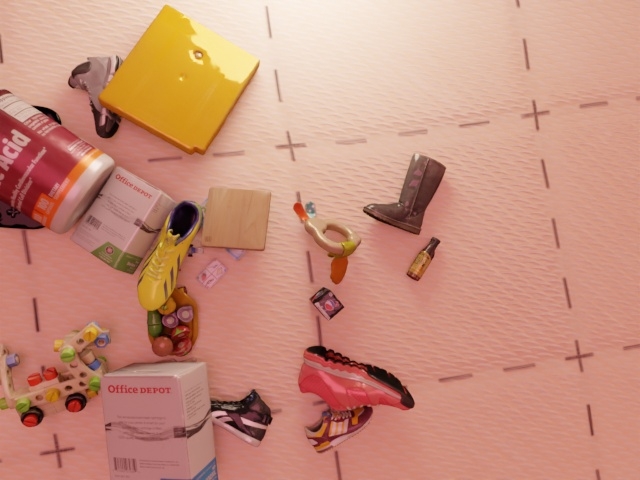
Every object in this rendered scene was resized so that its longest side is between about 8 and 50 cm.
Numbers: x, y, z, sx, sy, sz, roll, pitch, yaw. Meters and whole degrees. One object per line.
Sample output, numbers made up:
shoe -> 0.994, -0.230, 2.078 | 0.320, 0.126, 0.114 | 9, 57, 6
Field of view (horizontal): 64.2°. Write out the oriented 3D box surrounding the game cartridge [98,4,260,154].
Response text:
game cartridge -> -0.355, -0.409, 1.315 | 0.286, 0.053, 0.323 | 30, 74, -7

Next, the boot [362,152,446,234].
boot -> 0.229, -0.137, 1.380 | 0.190, 0.076, 0.208 | 19, 92, -18

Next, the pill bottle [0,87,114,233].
pill bottle -> -0.710, -0.207, 1.174 | 0.392, 0.224, 0.224 | 34, 85, -15

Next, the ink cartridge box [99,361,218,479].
ink cartridge box -> -0.384, 0.457, 1.225 | 0.223, 0.129, 0.307 | -5, 91, 18

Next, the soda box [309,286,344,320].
soda box -> 0.013, 0.158, 1.297 | 0.053, 0.169, 0.060 | -41, 91, -6

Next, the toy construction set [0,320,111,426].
toy construction set -> -0.663, 0.320, 1.238 | 0.328, 0.151, 0.214 | -11, 113, 2

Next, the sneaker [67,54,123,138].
sneaker -> -0.589, -0.374, 1.323 | 0.132, 0.086, 0.228 | 4, 77, 0

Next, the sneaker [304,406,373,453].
sneaker -> 0.049, 0.474, 1.334 | 0.186, 0.069, 0.083 | -33, 95, -7

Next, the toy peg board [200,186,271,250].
toy peg board -> -0.212, -0.045, 1.325 | 0.161, 0.079, 0.161 | 4, 71, 4

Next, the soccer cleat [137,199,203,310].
soccer cleat -> -0.373, 0.029, 1.244 | 0.094, 0.121, 0.288 | 23, 75, -5

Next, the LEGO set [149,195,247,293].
LEGO set -> -0.317, 0.025, 1.333 | 0.182, 0.060, 0.244 | 44, 85, 2

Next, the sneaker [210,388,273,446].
sneaker -> -0.225, 0.426, 1.317 | 0.217, 0.079, 0.121 | 30, 71, 1

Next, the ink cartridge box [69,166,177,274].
ink cartridge box -> -0.490, -0.051, 1.281 | 0.160, 0.092, 0.219 | 30, 84, 18

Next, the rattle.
rattle -> 0.000, 0.000, 1.375 | 0.200, 0.142, 0.130 | 28, 52, 12

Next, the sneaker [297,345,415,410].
sneaker -> 0.087, 0.390, 1.336 | 0.314, 0.116, 0.136 | 22, 95, 3

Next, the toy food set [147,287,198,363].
toy food set -> -0.378, 0.233, 1.292 | 0.128, 0.071, 0.217 | -2, 96, -6

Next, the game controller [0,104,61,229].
game controller -> -0.758, -0.188, 1.299 | 0.167, 0.067, 0.318 | 3, 87, -5

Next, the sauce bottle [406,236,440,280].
sauce bottle -> 0.283, 0.049, 1.391 | 0.042, 0.042, 0.128 | 32, 83, -3
